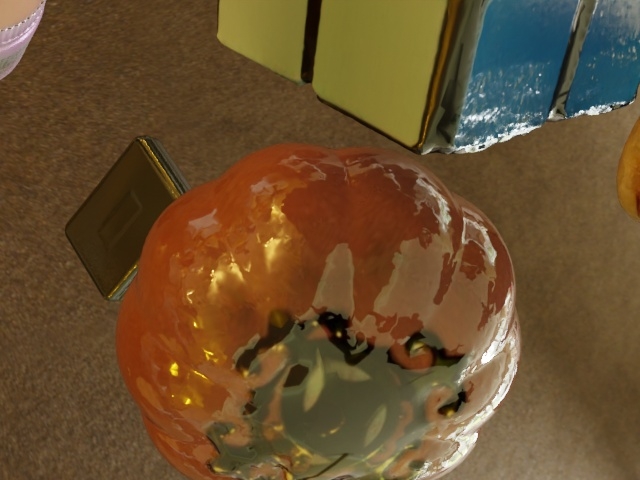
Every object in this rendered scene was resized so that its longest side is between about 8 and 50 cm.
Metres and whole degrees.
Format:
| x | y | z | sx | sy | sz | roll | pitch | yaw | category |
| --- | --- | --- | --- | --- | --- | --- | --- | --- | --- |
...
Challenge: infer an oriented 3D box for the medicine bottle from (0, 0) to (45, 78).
| x | y | z | sx | sy | sz | roll | pitch | yaw | category |
| --- | --- | --- | --- | --- | --- | --- | --- | --- | --- |
| -0.450 | -0.308 | 1.056 | 0.178 | 0.290 | 0.178 | 1 | 87 | -27 | medicine bottle |

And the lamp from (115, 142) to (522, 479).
| x | y | z | sx | sy | sz | roll | pitch | yaw | category |
| --- | --- | --- | --- | --- | --- | --- | --- | --- | --- |
| -0.002 | 0.061 | 0.642 | 0.305 | 0.240 | 0.306 | -5 | 121 | -8 | lamp |

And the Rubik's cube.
| x | y | z | sx | sy | sz | roll | pitch | yaw | category |
| --- | --- | --- | --- | --- | --- | --- | --- | --- | --- |
| 0.067 | -0.163 | 0.420 | 0.183 | 0.180 | 0.167 | -16 | 129 | -37 | Rubik's cube |

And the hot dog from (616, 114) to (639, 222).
| x | y | z | sx | sy | sz | roll | pitch | yaw | category |
| --- | --- | --- | --- | --- | --- | --- | --- | --- | --- |
| 0.498 | -0.032 | 0.765 | 0.223 | 0.405 | 0.185 | -17 | 132 | -50 | hot dog |

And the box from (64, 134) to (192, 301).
| x | y | z | sx | sy | sz | roll | pitch | yaw | category |
| --- | --- | --- | --- | --- | --- | --- | --- | --- | --- |
| -0.287 | -0.030 | 1.257 | 0.230 | 0.160 | 0.050 | -45 | 160 | 26 | box |
